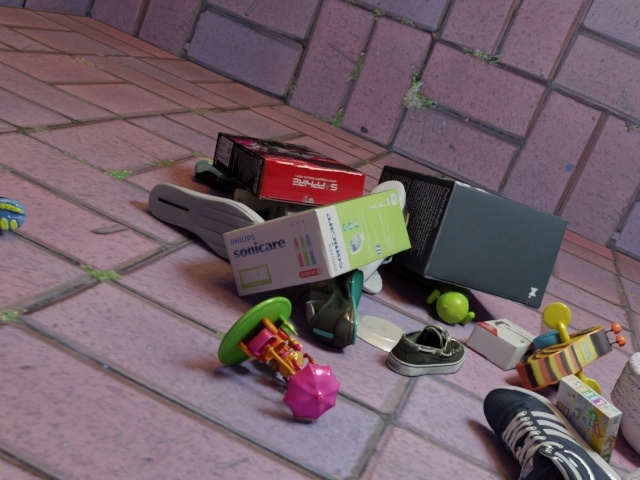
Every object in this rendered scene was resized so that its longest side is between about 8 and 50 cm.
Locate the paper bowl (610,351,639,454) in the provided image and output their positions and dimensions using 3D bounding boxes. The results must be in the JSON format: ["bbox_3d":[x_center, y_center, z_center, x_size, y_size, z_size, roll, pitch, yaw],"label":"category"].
[{"bbox_3d":[0.661,0.332,1.606,0.284,0.148,0.284,21,16,-6],"label":"paper bowl"}]

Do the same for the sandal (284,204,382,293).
[{"bbox_3d":[0.011,0.032,1.871,0.265,0.076,0.102,44,33,3],"label":"sandal"}]

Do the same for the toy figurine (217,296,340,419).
[{"bbox_3d":[-0.038,0.185,1.257,0.159,0.130,0.173,45,-1,24],"label":"toy figurine"}]

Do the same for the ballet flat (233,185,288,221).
[{"bbox_3d":[-0.104,-0.084,2.063,0.248,0.086,0.086,0,27,-46],"label":"ballet flat"}]

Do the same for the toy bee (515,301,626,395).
[{"bbox_3d":[0.498,0.201,1.735,0.195,0.162,0.298,57,35,-14],"label":"toy bee"}]

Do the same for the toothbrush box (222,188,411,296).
[{"bbox_3d":[0.000,0.000,1.599,0.206,0.122,0.283,-13,1,34],"label":"toothbrush box"}]

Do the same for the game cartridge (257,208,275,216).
[{"bbox_3d":[-0.152,-0.076,2.093,0.083,0.017,0.056,7,25,-45],"label":"game cartridge"}]

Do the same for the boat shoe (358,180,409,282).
[{"bbox_3d":[0.116,0.005,1.852,0.108,0.102,0.301,-4,39,27],"label":"boat shoe"}]

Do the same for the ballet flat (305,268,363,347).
[{"bbox_3d":[0.024,0.106,1.592,0.096,0.095,0.280,6,15,4],"label":"ballet flat"}]

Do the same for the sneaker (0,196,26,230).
[{"bbox_3d":[-0.556,-0.052,1.381,0.188,0.067,0.078,13,-3,-27],"label":"sneaker"}]

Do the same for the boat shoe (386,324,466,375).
[{"bbox_3d":[0.202,0.191,1.579,0.078,0.070,0.219,35,20,31],"label":"boat shoe"}]

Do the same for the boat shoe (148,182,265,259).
[{"bbox_3d":[-0.199,-0.042,1.746,0.302,0.109,0.094,27,14,25],"label":"boat shoe"}]

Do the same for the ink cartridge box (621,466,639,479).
[{"bbox_3d":[0.469,0.388,1.243,0.145,0.045,0.179,63,10,14],"label":"ink cartridge box"}]

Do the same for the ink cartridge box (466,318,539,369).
[{"bbox_3d":[0.372,0.206,1.795,0.099,0.056,0.135,32,18,31],"label":"ink cartridge box"}]

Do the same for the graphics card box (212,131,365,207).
[{"bbox_3d":[-0.080,-0.156,1.980,0.233,0.094,0.371,6,11,-23],"label":"graphics card box"}]

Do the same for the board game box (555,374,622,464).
[{"bbox_3d":[0.394,0.295,1.347,0.026,0.154,0.103,-12,31,-26],"label":"board game box"}]

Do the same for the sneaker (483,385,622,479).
[{"bbox_3d":[0.306,0.303,1.297,0.153,0.099,0.282,12,21,-40],"label":"sneaker"}]

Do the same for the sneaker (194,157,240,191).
[{"bbox_3d":[-0.231,-0.140,2.151,0.162,0.063,0.073,17,33,-3],"label":"sneaker"}]

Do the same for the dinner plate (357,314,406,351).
[{"bbox_3d":[0.114,0.168,1.643,0.141,0.017,0.141,19,16,-6],"label":"dinner plate"}]

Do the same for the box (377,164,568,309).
[{"bbox_3d":[0.309,-0.017,2.032,0.293,0.212,0.395,17,4,-21],"label":"box"}]

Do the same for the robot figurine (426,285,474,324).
[{"bbox_3d":[0.279,0.135,1.885,0.101,0.067,0.115,35,16,-1],"label":"robot figurine"}]
